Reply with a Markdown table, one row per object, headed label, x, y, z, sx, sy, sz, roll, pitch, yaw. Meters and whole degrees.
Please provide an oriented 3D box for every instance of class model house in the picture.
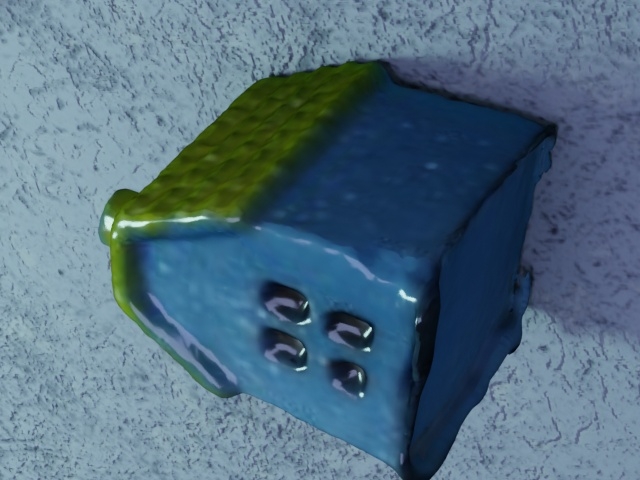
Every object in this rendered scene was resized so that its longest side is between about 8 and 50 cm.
| label | x | y | z | sx | sy | sz | roll | pitch | yaw |
| --- | --- | --- | --- | --- | --- | --- | --- | --- | --- |
| model house | 0.000 | 0.000 | 1.391 | 0.303 | 0.237 | 0.215 | 24 | 133 | 16 |
